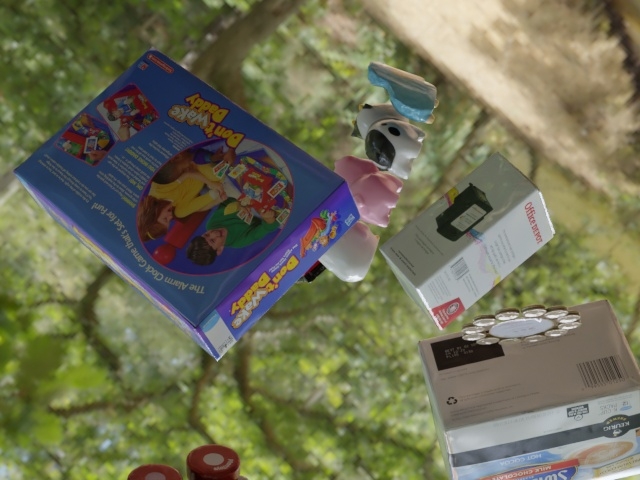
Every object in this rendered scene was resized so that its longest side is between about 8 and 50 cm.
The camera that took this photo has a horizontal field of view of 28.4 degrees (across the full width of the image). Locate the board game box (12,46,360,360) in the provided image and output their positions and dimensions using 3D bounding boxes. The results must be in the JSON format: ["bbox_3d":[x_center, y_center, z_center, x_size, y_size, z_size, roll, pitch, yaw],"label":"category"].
[{"bbox_3d":[-0.159,-0.054,1.464,0.347,0.233,0.078,37,164,32],"label":"board game box"}]

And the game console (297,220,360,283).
[{"bbox_3d":[0.000,0.000,2.235,0.085,0.144,0.124,51,165,-8],"label":"game console"}]

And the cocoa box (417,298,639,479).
[{"bbox_3d":[0.369,0.288,2.204,0.231,0.347,0.228,-101,-2,-52],"label":"cocoa box"}]

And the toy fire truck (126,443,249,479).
[{"bbox_3d":[-0.202,0.508,2.226,0.302,0.169,0.254,-14,-150,-37],"label":"toy fire truck"}]

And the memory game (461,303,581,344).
[{"bbox_3d":[0.304,0.129,1.924,0.186,0.186,0.012,42,-140,-63],"label":"memory game"}]

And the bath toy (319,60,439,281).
[{"bbox_3d":[0.069,-0.101,2.008,0.129,0.348,0.151,21,-157,-1],"label":"bath toy"}]

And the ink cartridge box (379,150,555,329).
[{"bbox_3d":[0.168,0.002,1.430,0.072,0.175,0.127,49,176,32],"label":"ink cartridge box"}]
